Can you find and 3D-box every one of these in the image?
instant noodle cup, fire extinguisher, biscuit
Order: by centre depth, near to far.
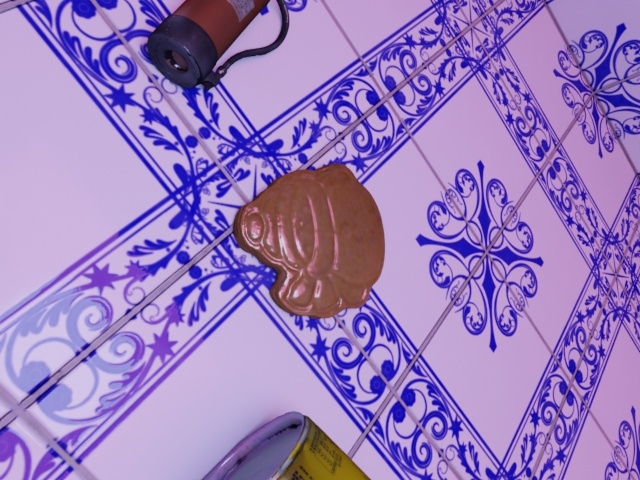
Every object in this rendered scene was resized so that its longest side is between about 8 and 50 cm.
[{"bbox_3d":[-0.042,0.441,0.730,0.325,0.325,0.254,-39,94,-34],"label":"instant noodle cup"},{"bbox_3d":[-0.175,-0.441,0.963,0.376,0.113,0.200,-62,157,-26],"label":"fire extinguisher"},{"bbox_3d":[0.000,0.000,0.998,0.351,0.057,0.312,-14,87,-36],"label":"biscuit"}]
